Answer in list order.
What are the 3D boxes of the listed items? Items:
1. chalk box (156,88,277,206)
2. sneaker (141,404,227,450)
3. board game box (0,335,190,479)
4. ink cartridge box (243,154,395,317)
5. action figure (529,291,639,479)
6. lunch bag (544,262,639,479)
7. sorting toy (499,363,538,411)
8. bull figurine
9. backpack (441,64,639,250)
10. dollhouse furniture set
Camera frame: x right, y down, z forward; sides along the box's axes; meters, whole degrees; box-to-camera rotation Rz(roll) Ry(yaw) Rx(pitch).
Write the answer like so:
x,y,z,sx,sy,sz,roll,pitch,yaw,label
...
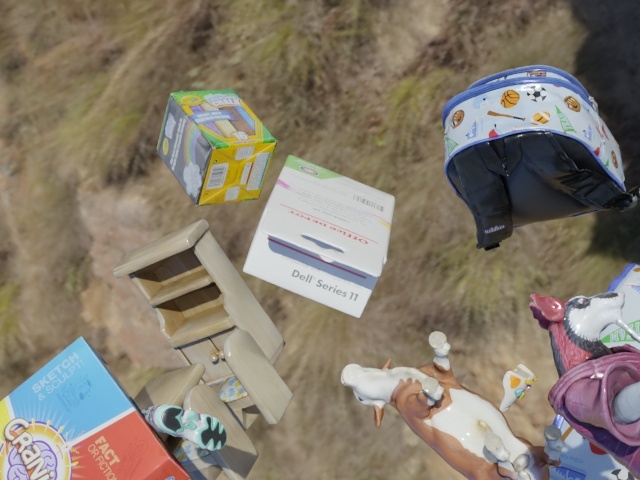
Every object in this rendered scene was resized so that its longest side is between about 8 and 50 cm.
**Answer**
x,y,z,sx,sy,sz,roll,pitch,yaw,label
-0.193,-0.178,2.062,0.213,0.132,0.132,52,137,37,chalk box
-0.157,0.207,1.338,0.098,0.038,0.069,33,160,-32,sneaker
-0.352,0.303,1.456,0.242,0.316,0.064,44,170,38,board game box
0.000,0.000,1.906,0.207,0.353,0.119,22,112,-2,ink cartridge box
0.319,0.182,1.056,0.370,0.248,0.275,41,116,26,action figure
0.556,0.236,1.760,0.328,0.385,0.239,11,165,38,lunch bag
0.329,0.256,2.008,0.045,0.083,0.075,32,105,19,sorting toy
0.169,0.224,1.508,0.310,0.101,0.188,35,156,14,bull figurine
0.306,-0.138,1.747,0.277,0.263,0.213,-18,63,23,backpack
-0.248,0.190,1.786,0.362,0.394,0.256,-22,110,34,dollhouse furniture set
